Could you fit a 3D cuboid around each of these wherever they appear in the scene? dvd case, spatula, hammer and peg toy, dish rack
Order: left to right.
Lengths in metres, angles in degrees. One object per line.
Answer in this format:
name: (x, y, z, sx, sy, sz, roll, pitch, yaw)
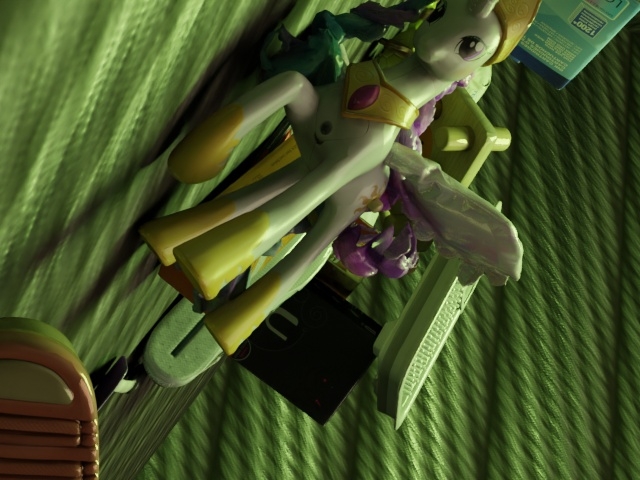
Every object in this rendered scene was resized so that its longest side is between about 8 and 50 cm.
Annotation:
spatula: (-0.243, 0.176, 1.138, 0.084, 0.030, 0.296, -53, 178, -4)
dvd case: (-0.061, -0.093, 1.063, 0.119, 0.013, 0.087, -54, 177, -7)
hammer and peg toy: (0.131, -0.122, 1.495, 0.127, 0.266, 0.361, -3, 139, -31)
dish rack: (0.166, 0.107, 1.416, 0.333, 0.072, 0.285, -59, 165, -22)

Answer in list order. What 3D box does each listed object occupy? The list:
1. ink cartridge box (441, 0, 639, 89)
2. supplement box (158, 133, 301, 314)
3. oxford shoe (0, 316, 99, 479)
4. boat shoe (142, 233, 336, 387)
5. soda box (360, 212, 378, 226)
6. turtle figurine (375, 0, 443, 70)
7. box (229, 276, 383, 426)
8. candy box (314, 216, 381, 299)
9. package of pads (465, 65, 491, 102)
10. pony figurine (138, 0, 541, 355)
ink cartridge box: (0.343, -0.400, 1.412, 0.151, 0.270, 0.395, -51, 177, -10)
supplement box: (-0.065, -0.024, 0.978, 0.233, 0.078, 0.080, -45, 169, -42)
oxford shoe: (-0.238, 0.176, 0.616, 0.146, 0.140, 0.397, -101, -147, -50)
boat shoe: (-0.119, 0.067, 1.263, 0.335, 0.121, 0.119, -41, -179, -23)
soda box: (0.034, -0.030, 1.738, 0.286, 0.091, 0.098, -65, 145, -21)
turtle figurine: (0.123, -0.267, 1.301, 0.217, 0.087, 0.269, -58, -161, 6)
box: (-0.048, 0.140, 1.481, 0.165, 0.270, 0.143, -55, 177, 7)
candy box: (0.000, 0.000, 1.482, 0.087, 0.183, 0.316, -52, 177, -8)
package of pads: (0.222, -0.298, 1.687, 0.229, 0.101, 0.297, -56, -166, 41)
pony figurine: (0.030, -0.063, 0.793, 0.363, 0.303, 0.351, -38, 165, -13)
